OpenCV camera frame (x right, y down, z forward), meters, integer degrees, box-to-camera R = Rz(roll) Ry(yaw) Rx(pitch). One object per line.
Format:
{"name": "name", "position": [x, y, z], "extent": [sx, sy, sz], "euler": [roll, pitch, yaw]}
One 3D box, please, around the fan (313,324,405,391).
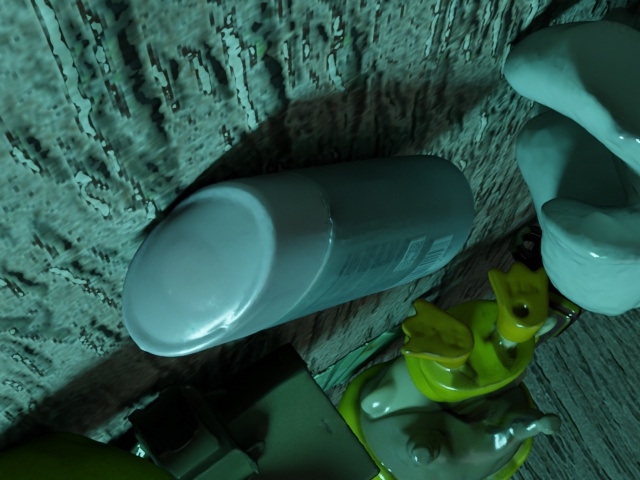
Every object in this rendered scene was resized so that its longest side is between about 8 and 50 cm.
{"name": "fan", "position": [0.004, 0.148, 1.706], "extent": [0.240, 0.009, 0.131], "euler": [-32, 166, -22]}

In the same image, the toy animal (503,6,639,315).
{"name": "toy animal", "position": [0.223, -0.051, 1.050], "extent": [0.272, 0.206, 0.265], "euler": [-34, 165, -25]}

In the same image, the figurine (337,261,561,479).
{"name": "figurine", "position": [0.127, 0.152, 1.655], "extent": [0.215, 0.187, 0.343], "euler": [-6, 151, -9]}

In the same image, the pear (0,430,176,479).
{"name": "pear", "position": [-0.149, 0.212, 1.019], "extent": [0.198, 0.198, 0.198], "euler": [-35, 169, -8]}

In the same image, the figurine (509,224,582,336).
{"name": "figurine", "position": [0.245, 0.011, 1.683], "extent": [0.154, 0.098, 0.082], "euler": [-59, 175, -23]}

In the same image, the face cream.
{"name": "face cream", "position": [0.000, 0.000, 0.899], "extent": [0.107, 0.073, 0.269], "euler": [-47, 166, 24]}

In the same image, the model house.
{"name": "model house", "position": [-0.068, 0.190, 1.229], "extent": [0.211, 0.204, 0.243], "euler": [-36, 152, -4]}
